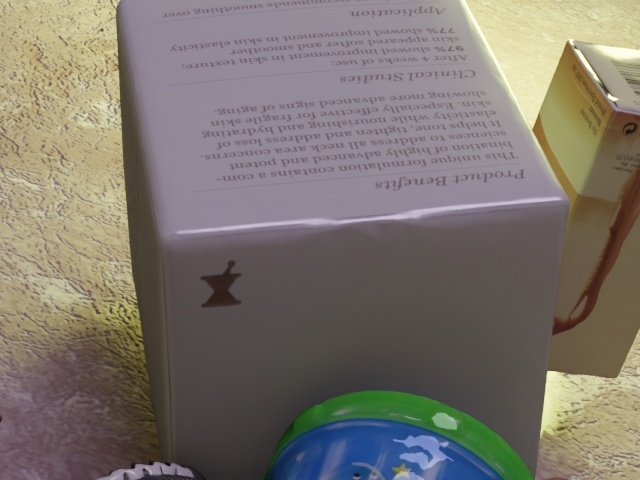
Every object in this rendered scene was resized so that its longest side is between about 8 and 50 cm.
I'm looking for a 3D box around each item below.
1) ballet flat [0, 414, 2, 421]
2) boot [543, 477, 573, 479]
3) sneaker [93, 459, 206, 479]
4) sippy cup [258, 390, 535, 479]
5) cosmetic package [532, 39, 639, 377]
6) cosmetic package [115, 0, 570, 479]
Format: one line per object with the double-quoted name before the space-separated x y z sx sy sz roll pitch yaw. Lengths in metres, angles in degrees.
"ballet flat" -0.353 0.182 1.475 0.206 0.073 0.067 -7 63 -34
"boot" 0.338 0.273 1.626 0.283 0.109 0.220 29 31 17
"sneaker" -0.170 0.238 1.392 0.234 0.078 0.106 -5 53 -44
"sippy cup" 0.037 0.271 1.363 0.240 0.305 0.224 43 38 -10
"cosmetic package" 0.266 -0.029 1.760 0.129 0.296 0.153 7 30 -19
"cosmetic package" 0.000 0.000 1.607 0.329 0.327 0.393 -5 36 -9
